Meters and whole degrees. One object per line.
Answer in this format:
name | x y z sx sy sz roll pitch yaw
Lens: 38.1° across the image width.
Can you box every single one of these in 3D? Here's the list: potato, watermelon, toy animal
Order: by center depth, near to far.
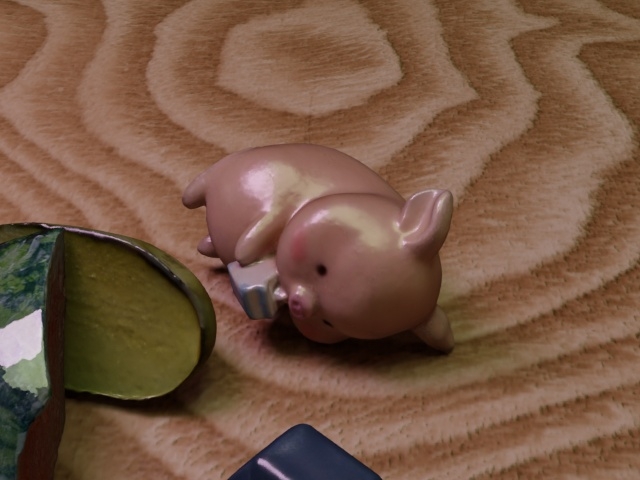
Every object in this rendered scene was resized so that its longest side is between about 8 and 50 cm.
watermelon | -0.289 0.147 0.791 0.176 0.256 0.260 39 16 -26
potato | -0.223 0.061 0.927 0.271 0.160 0.111 9 9 13
toy animal | 0.001 0.003 0.967 0.212 0.195 0.256 -22 44 -18

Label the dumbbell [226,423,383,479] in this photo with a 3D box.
dumbbell | -0.086 0.268 0.633 0.324 0.160 0.144 -32 19 -37
